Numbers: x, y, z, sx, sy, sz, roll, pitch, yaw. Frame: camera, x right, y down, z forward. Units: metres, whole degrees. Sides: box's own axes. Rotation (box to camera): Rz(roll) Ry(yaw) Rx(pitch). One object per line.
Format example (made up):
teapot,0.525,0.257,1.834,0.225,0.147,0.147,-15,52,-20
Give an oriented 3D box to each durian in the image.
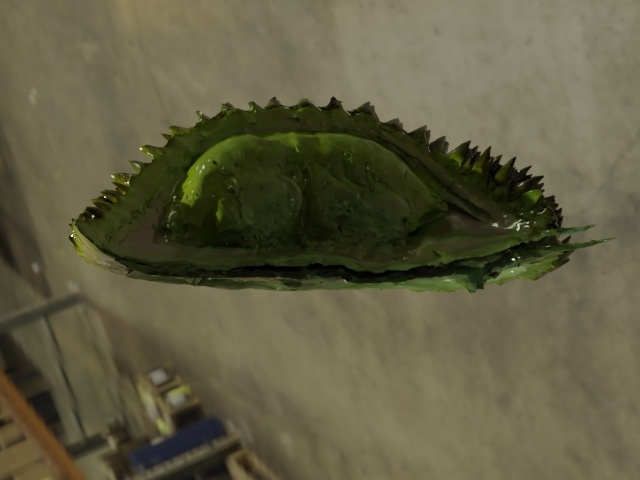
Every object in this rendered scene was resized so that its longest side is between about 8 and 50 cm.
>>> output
durian,0.000,0.000,0.942,0.169,0.352,0.158,-110,25,-55
